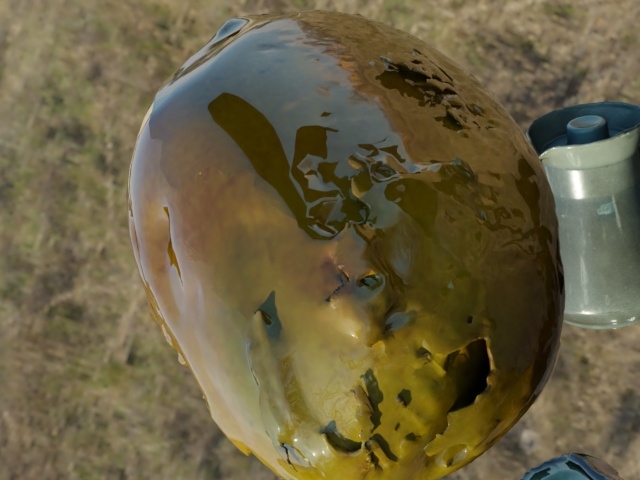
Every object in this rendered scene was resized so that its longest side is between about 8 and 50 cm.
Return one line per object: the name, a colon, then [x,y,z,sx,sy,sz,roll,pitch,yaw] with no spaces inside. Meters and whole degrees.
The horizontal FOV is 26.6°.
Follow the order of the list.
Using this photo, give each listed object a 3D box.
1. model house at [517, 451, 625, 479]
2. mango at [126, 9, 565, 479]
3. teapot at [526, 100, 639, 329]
model house: [0.220,0.276,0.843,0.202,0.237,0.237,20,90,64]
mango: [0.000,0.000,0.508,0.156,0.151,0.249,-56,27,22]
teapot: [0.325,-0.036,1.514,0.171,0.203,0.225,-135,29,-62]
